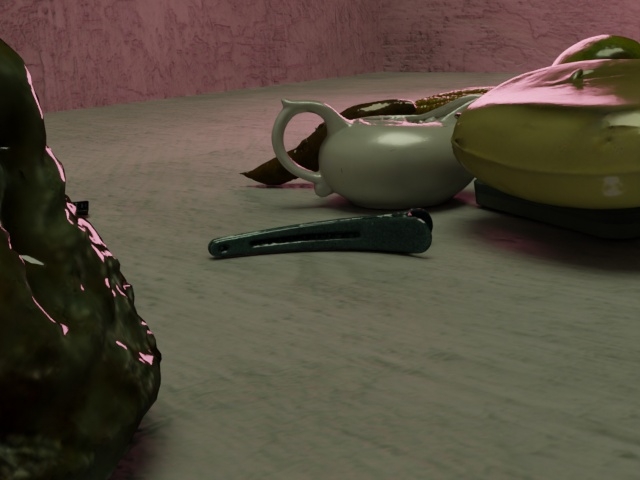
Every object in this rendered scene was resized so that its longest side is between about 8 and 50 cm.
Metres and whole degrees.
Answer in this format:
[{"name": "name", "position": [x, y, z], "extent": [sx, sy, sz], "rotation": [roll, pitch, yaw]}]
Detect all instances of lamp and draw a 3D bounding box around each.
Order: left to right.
[{"name": "lamp", "position": [0.352, -0.060, 1.104], "extent": [0.269, 0.047, 0.266], "rotation": [-10, 13, -24]}]

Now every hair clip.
[{"name": "hair clip", "position": [0.000, 0.000, 0.980], "extent": [0.230, 0.039, 0.070], "rotation": [-6, 12, 9]}]

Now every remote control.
[{"name": "remote control", "position": [-0.343, -0.035, 1.229], "extent": [0.091, 0.016, 0.034], "rotation": [-6, 30, -10]}]

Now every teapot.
[{"name": "teapot", "position": [0.089, -0.116, 1.209], "extent": [0.298, 0.139, 0.204], "rotation": [-5, 16, -10]}]

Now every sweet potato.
[{"name": "sweet potato", "position": [0.010, -0.134, 1.345], "extent": [0.274, 0.067, 0.067], "rotation": [-25, 7, 18]}]

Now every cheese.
[{"name": "cheese", "position": [0.272, -0.115, 0.983], "extent": [0.260, 0.128, 0.316], "rotation": [-16, 14, -32]}]

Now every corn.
[{"name": "corn", "position": [0.230, -0.182, 1.493], "extent": [0.119, 0.119, 0.322], "rotation": [-10, 14, -25]}]

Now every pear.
[{"name": "pear", "position": [0.391, -0.194, 1.324], "extent": [0.188, 0.187, 0.219], "rotation": [0, -15, 14]}]

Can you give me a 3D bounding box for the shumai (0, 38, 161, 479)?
[{"name": "shumai", "position": [-0.278, -0.024, 0.484], "extent": [0.395, 0.348, 0.395], "rotation": [2, 14, 0]}]
